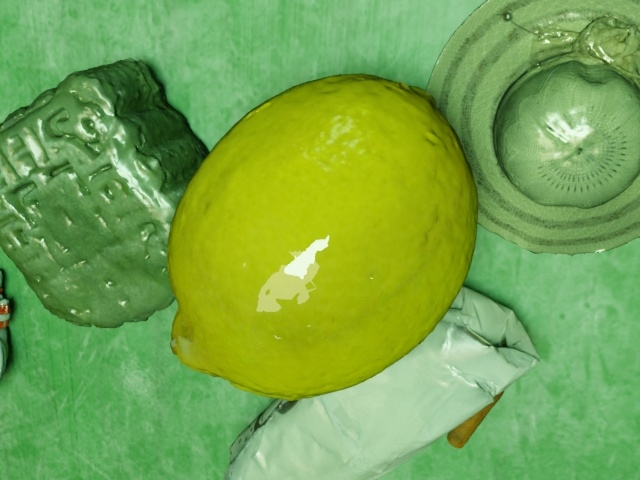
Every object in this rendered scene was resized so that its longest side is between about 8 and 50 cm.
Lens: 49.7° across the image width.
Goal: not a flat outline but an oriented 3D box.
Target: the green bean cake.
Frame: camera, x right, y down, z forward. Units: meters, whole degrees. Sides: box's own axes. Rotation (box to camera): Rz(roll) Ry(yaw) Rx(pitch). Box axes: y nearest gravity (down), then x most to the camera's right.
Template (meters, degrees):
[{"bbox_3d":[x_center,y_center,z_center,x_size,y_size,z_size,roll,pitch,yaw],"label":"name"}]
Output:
[{"bbox_3d":[-0.208,-0.038,0.676,0.222,0.125,0.227,-24,106,23],"label":"green bean cake"}]

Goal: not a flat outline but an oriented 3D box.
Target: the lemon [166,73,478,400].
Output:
[{"bbox_3d":[0.003,-0.003,0.559,0.263,0.236,0.236,-40,95,21],"label":"lemon"}]

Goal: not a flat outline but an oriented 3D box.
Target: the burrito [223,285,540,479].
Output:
[{"bbox_3d":[0.011,0.196,0.706,0.139,0.101,0.445,45,115,-5],"label":"burrito"}]

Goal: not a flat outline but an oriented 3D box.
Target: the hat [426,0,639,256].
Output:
[{"bbox_3d":[0.197,-0.085,0.545,0.252,0.110,0.252,5,111,13],"label":"hat"}]

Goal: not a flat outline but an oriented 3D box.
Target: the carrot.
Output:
[{"bbox_3d":[0.155,0.170,0.695,0.032,0.032,0.093,26,119,6],"label":"carrot"}]

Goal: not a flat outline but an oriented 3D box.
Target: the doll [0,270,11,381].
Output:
[{"bbox_3d":[-0.404,0.117,0.816,0.094,0.079,0.180,21,102,24],"label":"doll"}]
